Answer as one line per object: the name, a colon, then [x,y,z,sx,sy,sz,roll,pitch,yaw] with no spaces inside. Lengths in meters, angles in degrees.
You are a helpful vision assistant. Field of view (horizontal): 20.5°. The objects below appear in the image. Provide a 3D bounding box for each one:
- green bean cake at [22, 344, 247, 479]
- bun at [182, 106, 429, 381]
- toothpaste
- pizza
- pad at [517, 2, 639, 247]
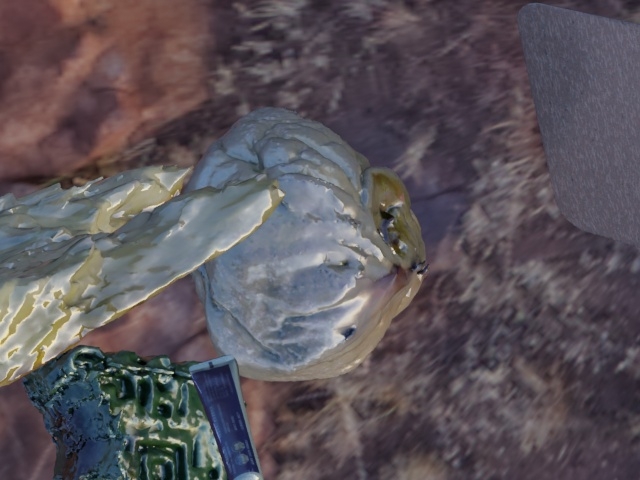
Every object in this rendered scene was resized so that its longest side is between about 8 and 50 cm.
green bean cake: [-0.159,0.200,1.519,0.107,0.193,0.208,-12,72,45]
bun: [-0.006,0.011,1.732,0.205,0.281,0.281,-5,97,35]
toothpaste: [-0.065,0.139,1.291,0.037,0.140,0.021,-15,136,-7]
pizza: [-0.133,0.032,0.474,0.262,0.181,0.034,-25,106,-2]
pad: [0.266,-0.092,1.575,0.176,0.002,0.266,19,142,37]
